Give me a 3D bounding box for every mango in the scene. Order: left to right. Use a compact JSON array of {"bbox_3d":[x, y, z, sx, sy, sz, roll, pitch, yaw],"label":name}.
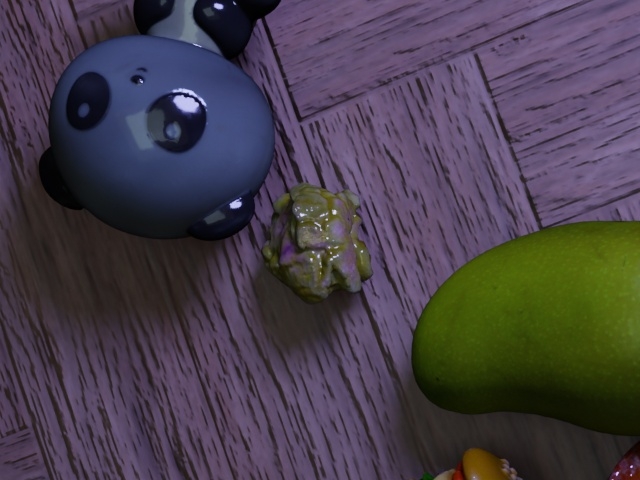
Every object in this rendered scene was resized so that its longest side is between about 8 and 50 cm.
[{"bbox_3d":[0.213,0.072,1.452,0.293,0.143,0.175,-7,74,24],"label":"mango"}]

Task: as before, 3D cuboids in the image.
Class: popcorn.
[{"bbox_3d":[-0.001,0.001,1.540,0.089,0.109,0.097,1,127,-13],"label":"popcorn"}]

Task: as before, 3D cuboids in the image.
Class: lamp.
[{"bbox_3d":[-0.126,-0.122,1.541,0.198,0.198,0.243,14,83,16],"label":"lamp"}]

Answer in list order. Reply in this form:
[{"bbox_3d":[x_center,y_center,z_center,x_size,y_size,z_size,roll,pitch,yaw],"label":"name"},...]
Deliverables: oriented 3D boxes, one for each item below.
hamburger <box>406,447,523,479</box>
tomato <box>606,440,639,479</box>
[{"bbox_3d":[0.130,0.249,1.464,0.115,0.162,0.162,-29,80,8],"label":"hamburger"},{"bbox_3d":[0.288,0.227,1.447,0.139,0.091,0.159,41,63,11],"label":"tomato"}]
